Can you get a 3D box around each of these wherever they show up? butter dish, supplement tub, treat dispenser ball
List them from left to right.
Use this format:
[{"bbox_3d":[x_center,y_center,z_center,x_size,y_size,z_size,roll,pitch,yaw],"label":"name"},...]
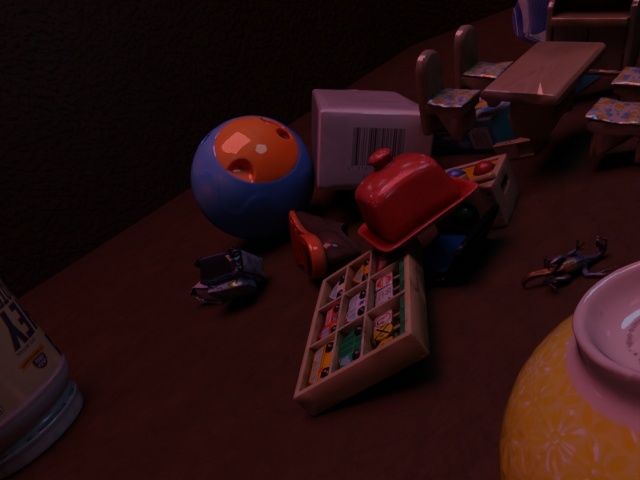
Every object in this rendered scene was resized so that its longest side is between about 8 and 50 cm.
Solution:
[{"bbox_3d":[-0.581,0.211,0.860,0.235,0.325,0.235,-25,21,10],"label":"supplement tub"},{"bbox_3d":[-0.156,-0.146,1.214,0.288,0.288,0.288,-25,20,10],"label":"treat dispenser ball"},{"bbox_3d":[0.110,-0.077,0.734,0.159,0.118,0.160,-36,18,-1],"label":"butter dish"}]

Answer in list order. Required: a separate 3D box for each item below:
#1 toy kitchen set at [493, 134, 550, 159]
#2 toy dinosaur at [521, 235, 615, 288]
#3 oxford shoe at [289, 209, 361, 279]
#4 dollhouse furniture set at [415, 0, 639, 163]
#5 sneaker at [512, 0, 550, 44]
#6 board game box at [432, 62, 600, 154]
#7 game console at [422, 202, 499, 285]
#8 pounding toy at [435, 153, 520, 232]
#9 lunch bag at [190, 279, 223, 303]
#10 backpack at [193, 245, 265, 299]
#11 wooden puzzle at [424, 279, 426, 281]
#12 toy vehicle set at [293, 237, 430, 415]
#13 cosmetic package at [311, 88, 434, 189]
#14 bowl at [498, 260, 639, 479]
[{"bbox_3d":[0.375,-0.202,0.974,0.075,0.068,0.083,-4,31,49],"label":"toy kitchen set"},{"bbox_3d":[0.289,0.021,0.598,0.082,0.047,0.090,-18,3,-27],"label":"toy dinosaur"},{"bbox_3d":[0.000,0.000,0.982,0.098,0.097,0.271,-11,22,-11],"label":"oxford shoe"},{"bbox_3d":[0.410,-0.351,0.866,0.362,0.257,0.394,18,46,38],"label":"dollhouse furniture set"},{"bbox_3d":[0.592,-0.490,1.243,0.315,0.128,0.182,0,0,-10],"label":"sneaker"},{"bbox_3d":[0.411,-0.312,1.176,0.336,0.079,0.253,-36,22,-19],"label":"board game box"},{"bbox_3d":[0.184,0.001,0.732,0.071,0.107,0.122,31,53,22],"label":"game console"},{"bbox_3d":[0.238,-0.076,0.804,0.130,0.100,0.141,-12,26,39],"label":"pounding toy"},{"bbox_3d":[-0.220,0.093,1.071,0.083,0.053,0.071,-2,34,33],"label":"lunch bag"},{"bbox_3d":[-0.164,0.068,0.991,0.105,0.084,0.114,-17,-17,24],"label":"backpack"},{"bbox_3d":[0.118,0.074,0.739,0.083,0.006,0.049,-27,20,3],"label":"wooden puzzle"},{"bbox_3d":[0.059,0.091,0.680,0.166,0.035,0.267,-35,17,22],"label":"toy vehicle set"},{"bbox_3d":[0.096,-0.250,1.203,0.230,0.162,0.453,1,22,-2],"label":"cosmetic package"},{"bbox_3d":[0.233,0.101,0.309,0.289,0.156,0.289,-25,21,10],"label":"bowl"}]
